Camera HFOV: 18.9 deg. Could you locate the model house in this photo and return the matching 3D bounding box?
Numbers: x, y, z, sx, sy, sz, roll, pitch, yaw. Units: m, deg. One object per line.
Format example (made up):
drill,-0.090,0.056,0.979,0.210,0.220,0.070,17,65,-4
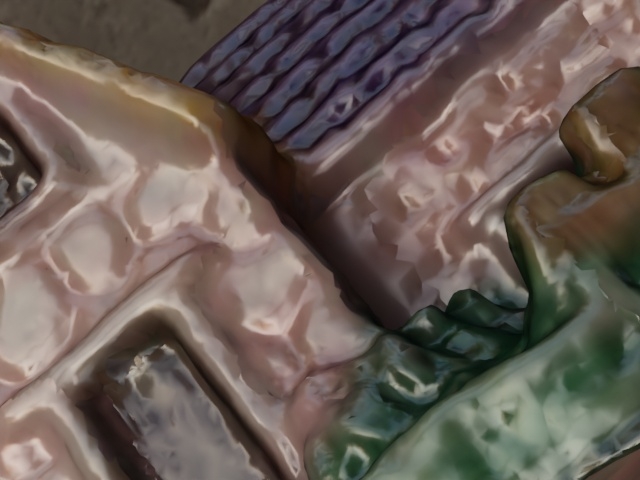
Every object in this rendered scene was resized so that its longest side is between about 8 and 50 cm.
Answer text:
model house,0.000,0.000,0.514,0.237,0.237,0.202,50,7,23
